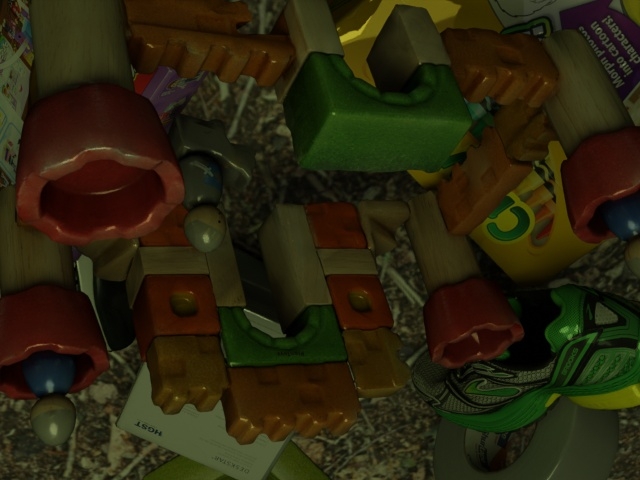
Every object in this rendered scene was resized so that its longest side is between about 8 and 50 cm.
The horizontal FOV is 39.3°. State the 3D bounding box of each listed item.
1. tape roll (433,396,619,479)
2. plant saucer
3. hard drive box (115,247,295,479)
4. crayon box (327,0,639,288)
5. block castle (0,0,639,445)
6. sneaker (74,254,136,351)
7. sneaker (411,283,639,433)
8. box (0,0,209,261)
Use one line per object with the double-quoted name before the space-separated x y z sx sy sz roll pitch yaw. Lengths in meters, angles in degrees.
"tape roll" 0.229 0.224 1.019 0.072 0.219 0.219 31 112 -23
"plant saucer" -0.098 0.327 1.142 0.188 0.045 0.188 -33 119 12
"hard drive box" -0.096 0.136 0.967 0.181 0.089 0.232 26 122 -6
"crayon box" 0.211 -0.165 0.852 0.313 0.106 0.363 -39 117 16
"block castle" 0.000 0.000 0.646 0.454 0.212 0.303 0 148 -27
"sneaker" -0.188 -0.010 0.902 0.124 0.107 0.283 -7 121 -9
"sneaker" 0.197 0.108 0.935 0.146 0.134 0.343 26 151 -18
"box" -0.227 -0.125 0.740 0.201 0.057 0.293 52 131 7
